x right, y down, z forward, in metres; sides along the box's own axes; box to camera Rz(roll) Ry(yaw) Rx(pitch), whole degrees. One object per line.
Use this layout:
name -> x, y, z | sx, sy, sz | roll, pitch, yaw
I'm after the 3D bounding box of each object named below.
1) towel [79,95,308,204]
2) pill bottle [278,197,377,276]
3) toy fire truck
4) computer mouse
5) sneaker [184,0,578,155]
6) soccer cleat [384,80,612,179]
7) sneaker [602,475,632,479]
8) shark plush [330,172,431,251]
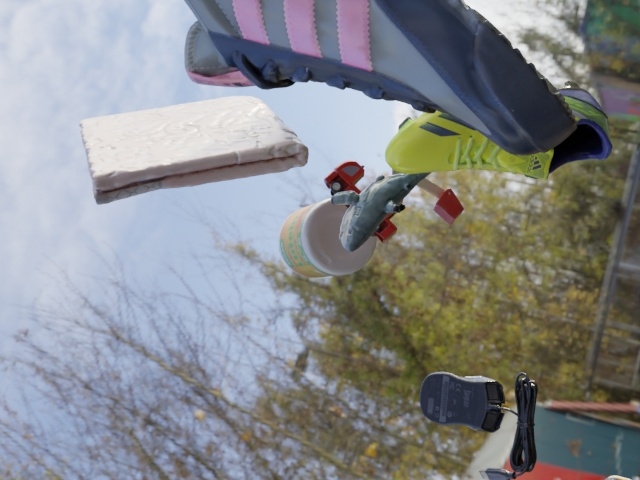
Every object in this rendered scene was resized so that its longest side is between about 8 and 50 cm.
towel -> -0.208, -0.152, 1.344 | 0.332, 0.317, 0.053 | -127, 28, -62
pill bottle -> 0.000, 0.000, 1.587 | 0.246, 0.136, 0.136 | 167, 121, -72
toy fire truck -> 0.114, -0.071, 1.350 | 0.135, 0.192, 0.047 | -43, -9, -6
computer mouse -> 0.283, 0.324, 1.506 | 0.060, 0.262, 0.184 | 9, -102, -39
sneaker -> -0.005, -0.124, 0.514 | 0.131, 0.319, 0.112 | -54, -15, 10
soccer cleat -> 0.223, -0.120, 1.050 | 0.093, 0.289, 0.121 | 98, 156, -56
sneaker -> 0.327, 0.333, 0.942 | 0.126, 0.127, 0.321 | 59, -176, 8
shark plush -> 0.092, -0.046, 1.109 | 0.073, 0.161, 0.067 | 62, -179, -32
